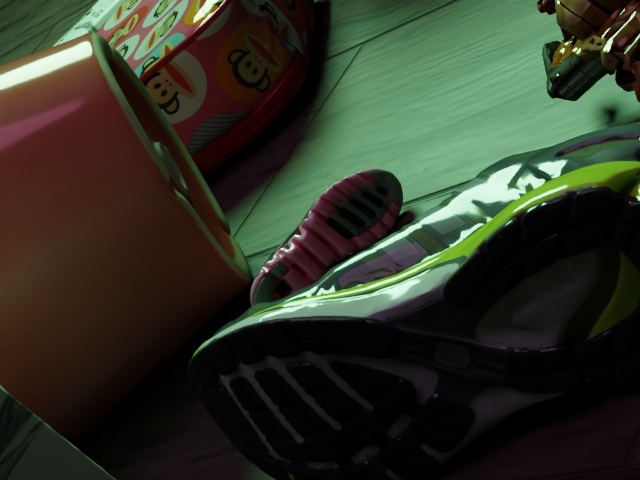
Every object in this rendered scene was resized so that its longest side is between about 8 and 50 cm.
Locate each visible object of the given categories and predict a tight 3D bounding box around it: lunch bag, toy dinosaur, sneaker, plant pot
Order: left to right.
[{"bbox_3d":[-0.196,0.009,1.130,0.243,0.275,0.275,-31,21,2],"label":"plant pot"},{"bbox_3d":[-0.131,-0.140,1.466,0.258,0.120,0.293,-37,22,20],"label":"lunch bag"},{"bbox_3d":[0.000,0.000,1.065,0.119,0.047,0.057,-43,9,-4],"label":"sneaker"},{"bbox_3d":[0.065,0.031,0.816,0.300,0.111,0.121,-23,18,33],"label":"sneaker"},{"bbox_3d":[0.196,-0.143,0.894,0.218,0.164,0.322,-51,35,22],"label":"toy dinosaur"}]

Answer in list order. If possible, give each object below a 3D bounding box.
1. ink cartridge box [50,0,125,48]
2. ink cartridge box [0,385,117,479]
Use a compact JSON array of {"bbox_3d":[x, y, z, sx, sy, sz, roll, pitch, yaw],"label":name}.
[{"bbox_3d":[-0.254,-0.215,1.936,0.135,0.056,0.099,-46,19,-5],"label":"ink cartridge box"},{"bbox_3d":[-0.241,0.144,0.880,0.207,0.283,0.117,-28,29,36],"label":"ink cartridge box"}]
